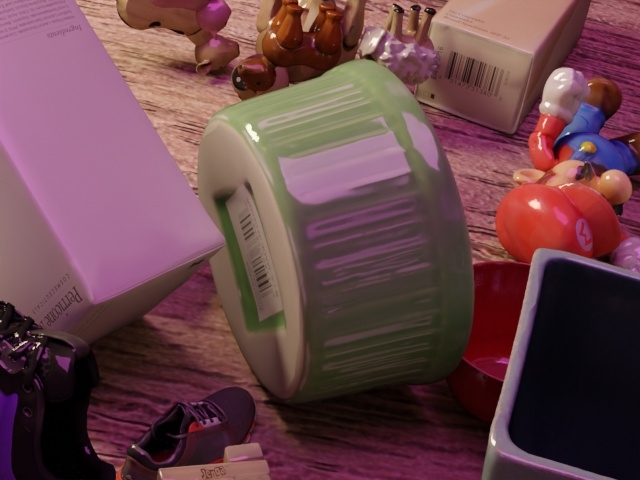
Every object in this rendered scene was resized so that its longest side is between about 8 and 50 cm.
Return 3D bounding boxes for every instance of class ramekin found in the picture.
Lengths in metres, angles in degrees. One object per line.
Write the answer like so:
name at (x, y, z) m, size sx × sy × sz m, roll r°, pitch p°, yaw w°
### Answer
ramekin at (0.000, 0.000, 1.195) m, size 0.148 × 0.303 × 0.303 m, roll -14°, pitch 43°, yaw -20°

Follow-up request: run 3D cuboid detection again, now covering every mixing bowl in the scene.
mixing bowl at (0.184, 0.112, 1.251) m, size 0.181 × 0.098 × 0.181 m, roll 7°, pitch 38°, yaw -6°

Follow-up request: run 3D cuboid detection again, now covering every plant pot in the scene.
plant pot at (0.239, 0.201, 1.020) m, size 0.247 × 0.252 × 0.247 m, roll 16°, pitch 36°, yaw 7°

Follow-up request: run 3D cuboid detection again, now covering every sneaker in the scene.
sneaker at (-0.244, 0.090, 1.017) m, size 0.293 × 0.146 × 0.102 m, roll 63°, pitch 25°, yaw -1°
sneaker at (-0.107, 0.163, 1.136) m, size 0.061 × 0.065 × 0.158 m, roll 29°, pitch 41°, yaw 22°

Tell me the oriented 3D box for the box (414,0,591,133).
box at (0.251, -0.278, 1.758) m, size 0.148 × 0.121 × 0.311 m, roll 21°, pitch 38°, yaw 14°

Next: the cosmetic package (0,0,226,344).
cosmetic package at (-0.268, -0.088, 1.192) m, size 0.155 × 0.197 × 0.366 m, roll -26°, pitch 80°, yaw -39°

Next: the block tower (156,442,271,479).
block tower at (-0.049, 0.301, 0.950) m, size 0.097 × 0.091 × 0.335 m, roll -2°, pitch 38°, yaw -18°

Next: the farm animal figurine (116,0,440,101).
farm animal figurine at (-0.067, -0.242, 1.611) m, size 0.326 × 0.172 × 0.330 m, roll -10°, pitch 32°, yaw -44°

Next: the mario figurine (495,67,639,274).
mario figurine at (0.315, -0.072, 1.470) m, size 0.198 × 0.170 × 0.320 m, roll 22°, pitch 37°, yaw 11°
